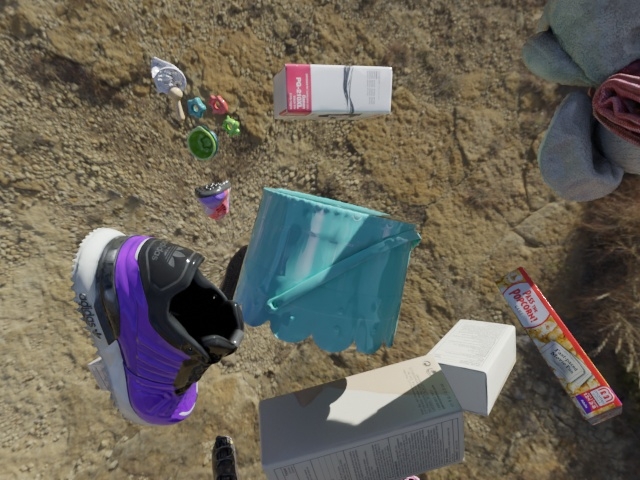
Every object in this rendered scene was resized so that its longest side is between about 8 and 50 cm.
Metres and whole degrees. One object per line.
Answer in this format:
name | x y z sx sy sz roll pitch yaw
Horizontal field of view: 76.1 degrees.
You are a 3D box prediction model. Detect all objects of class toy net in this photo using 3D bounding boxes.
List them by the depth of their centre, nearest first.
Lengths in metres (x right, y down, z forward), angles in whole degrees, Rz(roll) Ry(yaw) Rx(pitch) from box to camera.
toy net | -0.274 -0.286 0.847 0.232 0.122 0.045 52 33 -9

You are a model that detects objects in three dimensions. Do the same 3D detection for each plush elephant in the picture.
plush elephant | 0.369 -0.189 0.448 0.329 0.271 0.256 -25 103 -46

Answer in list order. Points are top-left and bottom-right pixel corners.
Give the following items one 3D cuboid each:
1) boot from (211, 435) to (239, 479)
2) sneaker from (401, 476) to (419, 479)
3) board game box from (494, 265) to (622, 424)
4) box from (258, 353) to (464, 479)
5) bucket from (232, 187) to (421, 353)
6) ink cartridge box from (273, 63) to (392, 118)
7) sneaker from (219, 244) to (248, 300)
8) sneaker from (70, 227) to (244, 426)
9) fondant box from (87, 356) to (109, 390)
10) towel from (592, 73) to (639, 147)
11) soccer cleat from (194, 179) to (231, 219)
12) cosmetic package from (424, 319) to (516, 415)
boot | -0.179 0.473 0.765 0.091 0.229 0.263 -2 123 -17
sneaker | 0.311 0.888 1.525 0.119 0.057 0.047 8 69 21
board game box | 0.324 0.146 0.562 0.045 0.146 0.194 -34 52 17
box | 0.065 0.315 0.675 0.310 0.121 0.148 -13 121 -3
bucket | 0.011 0.032 0.633 0.280 0.281 0.183 12 99 -12
ink cartridge box | 0.022 -0.331 0.930 0.236 0.172 0.100 -4 103 -14
sneaker | -0.229 0.092 1.075 0.066 0.071 0.189 30 87 -22
sneaker | -0.157 0.122 0.463 0.145 0.102 0.294 3 128 6
fondant box | -0.478 0.319 1.176 0.238 0.330 0.096 -34 103 -49
towel | 0.331 -0.007 0.175 0.328 0.237 0.037 11 119 -4
soccer cleat | -0.320 -0.117 1.259 0.108 0.318 0.117 -15 100 -13
cosmetic package | 0.399 0.316 1.075 0.309 0.160 0.113 -17 104 -51
